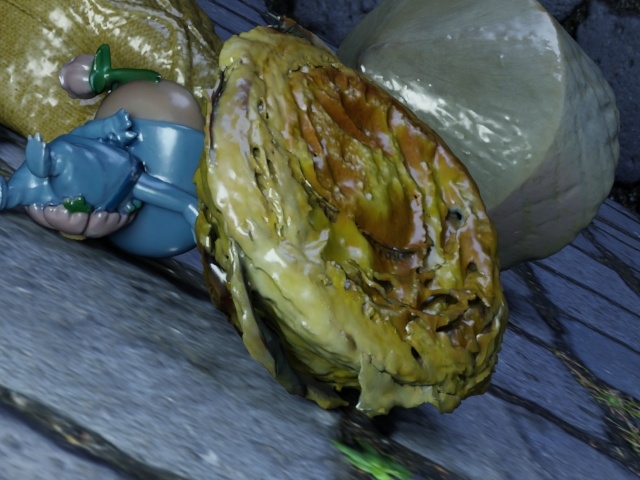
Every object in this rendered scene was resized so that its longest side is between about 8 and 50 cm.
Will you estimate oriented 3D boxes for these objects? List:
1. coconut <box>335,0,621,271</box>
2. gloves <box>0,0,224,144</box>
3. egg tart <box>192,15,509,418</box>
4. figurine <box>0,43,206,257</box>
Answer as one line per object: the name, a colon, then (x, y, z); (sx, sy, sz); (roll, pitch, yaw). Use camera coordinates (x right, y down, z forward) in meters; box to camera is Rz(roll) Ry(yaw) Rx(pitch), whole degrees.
coconut: (0.132, -0.120, 1.849); (0.329, 0.329, 0.329); (29, 10, -5)
gloves: (-0.171, -0.146, 1.416); (0.356, 0.155, 0.203); (39, 29, 9)
egg tart: (0.000, 0.000, 1.178); (0.297, 0.132, 0.297); (41, 34, -35)
figurine: (-0.130, -0.060, 1.197); (0.114, 0.144, 0.178); (-13, -8, 39)
